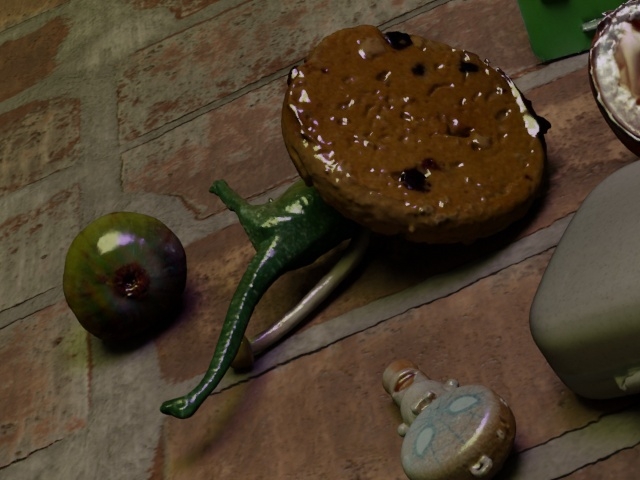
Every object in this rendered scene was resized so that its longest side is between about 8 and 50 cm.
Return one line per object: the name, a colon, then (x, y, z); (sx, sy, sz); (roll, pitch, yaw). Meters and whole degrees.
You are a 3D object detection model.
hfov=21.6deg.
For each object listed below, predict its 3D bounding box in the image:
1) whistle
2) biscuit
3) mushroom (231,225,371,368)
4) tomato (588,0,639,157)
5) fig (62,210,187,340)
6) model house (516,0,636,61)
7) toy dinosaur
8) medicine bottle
whistle: (0.108, 0.164, 1.495); (0.107, 0.057, 0.220); (-44, 26, -2)
biscuit: (0.099, -0.108, 1.780); (0.296, 0.075, 0.296); (9, 50, -10)
mushroom: (0.002, 0.035, 1.812); (0.068, 0.043, 0.306); (24, 52, 31)
tomato: (0.383, -0.161, 1.678); (0.214, 0.155, 0.180); (-14, 67, 15)
fig: (-0.238, 0.040, 1.948); (0.149, 0.149, 0.245); (-34, 10, -13)
model house: (0.399, -0.395, 2.052); (0.358, 0.242, 0.313); (-16, 14, 22)
toy dinosaur: (0.000, 0.000, 1.756); (0.447, 0.087, 0.301); (-28, 32, -4)
medicine bottle: (0.360, 0.001, 1.411); (0.375, 0.123, 0.282); (-19, 27, 44)
